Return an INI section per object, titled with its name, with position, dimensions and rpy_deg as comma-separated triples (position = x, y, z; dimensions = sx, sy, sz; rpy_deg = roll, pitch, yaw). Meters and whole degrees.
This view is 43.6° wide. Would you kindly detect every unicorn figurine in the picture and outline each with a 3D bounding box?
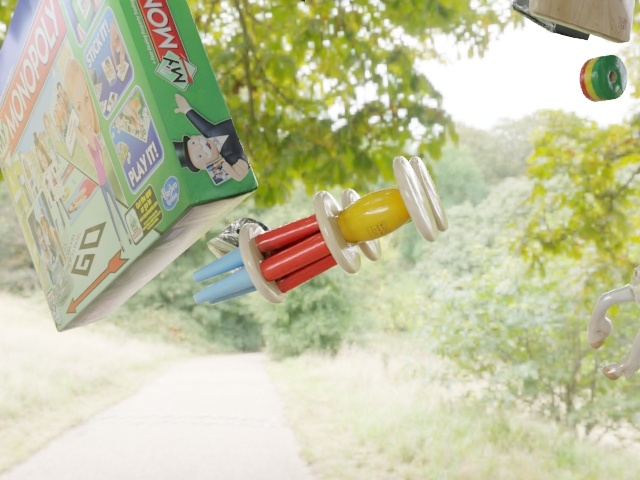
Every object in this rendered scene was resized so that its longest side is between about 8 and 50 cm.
[unicorn figurine]
position = 0.211, 0.041, 0.467
dimensions = 0.161, 0.111, 0.060
rpy_deg = 15, 31, -22

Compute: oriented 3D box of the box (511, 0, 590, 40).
[box]
position = 0.343, -0.403, 1.073
dimensions = 0.059, 0.233, 0.183
rpy_deg = 9, 25, -11

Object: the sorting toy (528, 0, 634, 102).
[sorting toy]
position = 0.254, -0.282, 0.798
dimensions = 0.132, 0.275, 0.046
rpy_deg = 6, -1, -30

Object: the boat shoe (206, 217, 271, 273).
[boat shoe]
position = -0.096, 0.005, 1.034
dimensions = 0.073, 0.080, 0.223
rpy_deg = -47, 12, -9

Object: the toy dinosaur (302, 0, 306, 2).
[toy dinosaur]
position = -0.067, -0.356, 0.862
dimensions = 0.313, 0.160, 0.121
rpy_deg = 38, 14, -47

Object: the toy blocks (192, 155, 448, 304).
[toy blocks]
position = 0.000, 0.000, 0.506
dimensions = 0.148, 0.054, 0.123
rpy_deg = -23, -1, 15

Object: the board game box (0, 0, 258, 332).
[board game box]
position = -0.165, -0.072, 0.570
dimensions = 0.046, 0.214, 0.317
rpy_deg = -17, -9, -35
